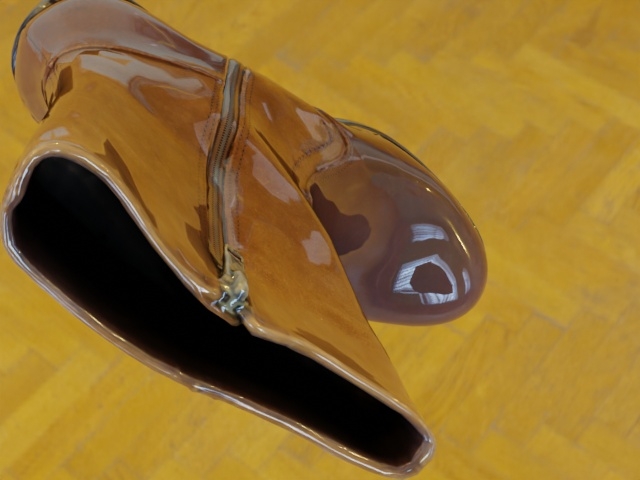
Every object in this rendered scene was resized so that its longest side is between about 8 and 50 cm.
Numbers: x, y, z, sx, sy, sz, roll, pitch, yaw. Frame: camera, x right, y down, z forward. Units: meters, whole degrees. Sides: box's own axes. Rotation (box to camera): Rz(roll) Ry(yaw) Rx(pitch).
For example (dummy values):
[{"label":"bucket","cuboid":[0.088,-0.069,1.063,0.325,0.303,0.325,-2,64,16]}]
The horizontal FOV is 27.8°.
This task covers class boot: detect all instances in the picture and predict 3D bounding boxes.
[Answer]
[{"label":"boot","cuboid":[0.000,0.000,0.499,0.096,0.264,0.280,-48,23,6]}]
